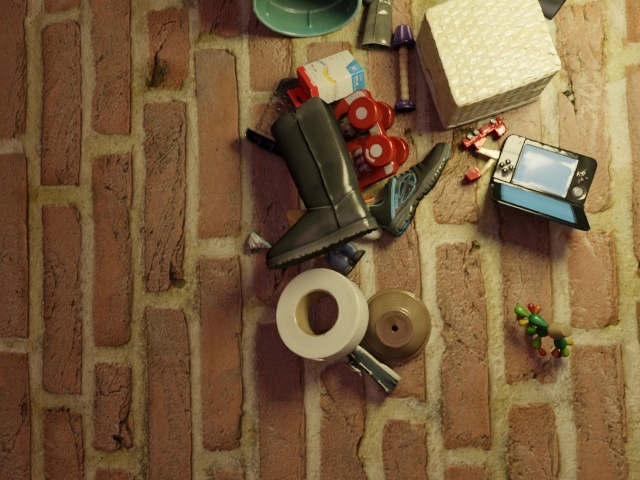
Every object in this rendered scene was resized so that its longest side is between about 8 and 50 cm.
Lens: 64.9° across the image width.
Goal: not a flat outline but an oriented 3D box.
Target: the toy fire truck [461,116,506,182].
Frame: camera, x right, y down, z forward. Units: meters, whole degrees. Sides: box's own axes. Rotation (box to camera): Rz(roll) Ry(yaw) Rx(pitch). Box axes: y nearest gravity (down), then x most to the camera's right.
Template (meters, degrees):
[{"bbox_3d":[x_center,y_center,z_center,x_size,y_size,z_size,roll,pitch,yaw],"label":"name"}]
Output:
[{"bbox_3d":[0.523,-0.290,1.607,0.192,0.047,0.135,-33,81,6],"label":"toy fire truck"}]

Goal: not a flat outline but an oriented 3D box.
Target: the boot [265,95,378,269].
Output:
[{"bbox_3d":[-0.066,-0.172,1.554,0.366,0.146,0.446,-23,81,8],"label":"boot"}]

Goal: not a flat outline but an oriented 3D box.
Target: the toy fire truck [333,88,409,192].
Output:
[{"bbox_3d":[0.121,-0.314,1.623,0.253,0.169,0.302,-23,87,28],"label":"toy fire truck"}]

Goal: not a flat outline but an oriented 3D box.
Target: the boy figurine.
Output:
[{"bbox_3d":[0.000,0.000,1.651,0.285,0.092,0.177,35,107,10],"label":"boy figurine"}]

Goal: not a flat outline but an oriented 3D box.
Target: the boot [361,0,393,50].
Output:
[{"bbox_3d":[0.160,-0.747,1.676,0.189,0.076,0.209,11,96,11],"label":"boot"}]

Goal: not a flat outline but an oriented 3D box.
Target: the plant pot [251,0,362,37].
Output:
[{"bbox_3d":[-0.052,-0.891,1.592,0.340,0.341,0.335,-5,79,8],"label":"plant pot"}]

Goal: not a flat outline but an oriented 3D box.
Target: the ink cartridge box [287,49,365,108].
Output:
[{"bbox_3d":[0.012,-0.515,1.626,0.230,0.078,0.134,-23,54,-8],"label":"ink cartridge box"}]

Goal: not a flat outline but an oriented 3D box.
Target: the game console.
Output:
[{"bbox_3d":[0.682,-0.182,1.521,0.292,0.173,0.250,19,91,8],"label":"game console"}]

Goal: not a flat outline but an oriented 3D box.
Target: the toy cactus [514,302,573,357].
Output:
[{"bbox_3d":[0.689,0.269,1.507,0.112,0.180,0.219,-36,88,-15],"label":"toy cactus"}]

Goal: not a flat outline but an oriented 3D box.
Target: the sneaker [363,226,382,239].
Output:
[{"bbox_3d":[0.096,-0.076,1.640,0.235,0.095,0.090,32,91,7],"label":"sneaker"}]

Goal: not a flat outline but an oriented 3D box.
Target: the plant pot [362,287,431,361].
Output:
[{"bbox_3d":[0.236,0.272,1.599,0.237,0.110,0.238,0,87,8],"label":"plant pot"}]

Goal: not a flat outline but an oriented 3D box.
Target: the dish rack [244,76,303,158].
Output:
[{"bbox_3d":[-0.107,-0.412,1.693,0.208,0.074,0.272,27,91,8],"label":"dish rack"}]

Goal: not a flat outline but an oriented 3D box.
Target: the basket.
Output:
[{"bbox_3d":[0.487,-0.559,1.519,0.331,0.266,0.329,-18,86,9],"label":"basket"}]

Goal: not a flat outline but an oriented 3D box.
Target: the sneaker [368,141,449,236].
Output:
[{"bbox_3d":[0.286,-0.183,1.600,0.139,0.125,0.341,35,89,13],"label":"sneaker"}]

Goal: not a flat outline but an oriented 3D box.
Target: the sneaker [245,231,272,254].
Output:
[{"bbox_3d":[-0.210,0.023,1.710,0.098,0.038,0.069,35,94,17],"label":"sneaker"}]

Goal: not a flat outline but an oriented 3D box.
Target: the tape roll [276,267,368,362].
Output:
[{"bbox_3d":[0.005,0.237,1.592,0.285,0.100,0.287,-7,71,21],"label":"tape roll"}]

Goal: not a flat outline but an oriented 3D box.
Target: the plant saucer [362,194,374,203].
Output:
[{"bbox_3d":[0.133,-0.130,1.626,0.083,0.083,0.013,-7,107,8],"label":"plant saucer"}]

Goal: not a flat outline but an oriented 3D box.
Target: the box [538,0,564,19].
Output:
[{"bbox_3d":[0.653,-0.863,1.491,0.296,0.294,0.183,36,93,8],"label":"box"}]

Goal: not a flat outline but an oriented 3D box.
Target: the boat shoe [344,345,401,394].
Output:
[{"bbox_3d":[0.137,0.397,1.618,0.254,0.095,0.079,36,82,-1],"label":"boat shoe"}]

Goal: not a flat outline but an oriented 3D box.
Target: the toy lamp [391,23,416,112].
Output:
[{"bbox_3d":[0.273,-0.562,1.644,0.080,0.080,0.275,-1,90,8],"label":"toy lamp"}]
